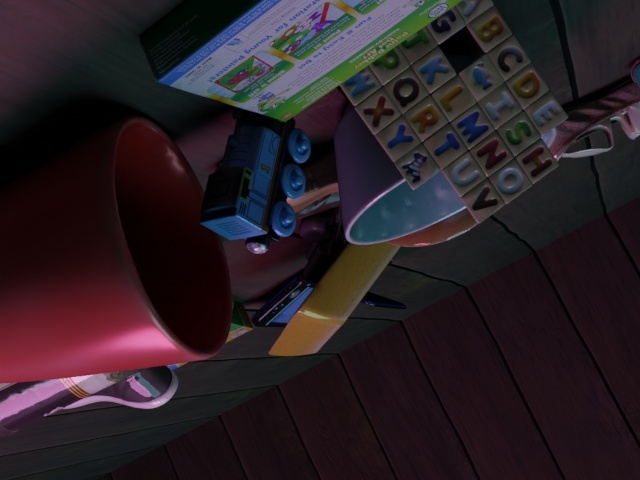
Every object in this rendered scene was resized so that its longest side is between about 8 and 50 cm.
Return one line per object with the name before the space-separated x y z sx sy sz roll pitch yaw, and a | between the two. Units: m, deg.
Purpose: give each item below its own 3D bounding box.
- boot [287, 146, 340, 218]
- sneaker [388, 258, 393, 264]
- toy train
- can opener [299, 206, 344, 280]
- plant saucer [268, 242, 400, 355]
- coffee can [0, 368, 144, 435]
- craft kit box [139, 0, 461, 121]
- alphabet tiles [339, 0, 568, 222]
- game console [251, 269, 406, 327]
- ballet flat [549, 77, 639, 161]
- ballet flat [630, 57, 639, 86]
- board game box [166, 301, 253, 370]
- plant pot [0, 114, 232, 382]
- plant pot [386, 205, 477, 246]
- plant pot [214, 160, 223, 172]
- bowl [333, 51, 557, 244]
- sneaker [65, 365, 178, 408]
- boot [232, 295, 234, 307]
boot | -0.023 -0.075 1.360 0.248 0.090 0.207 -15 175 -40
sneaker | 0.118 0.023 1.896 0.188 0.078 0.067 -26 175 4
toy train | -0.073 -0.079 1.037 0.080 0.184 0.105 -7 152 39
can opener | 0.000 0.000 1.675 0.093 0.074 0.280 11 158 -4
plant saucer | 0.051 0.074 1.656 0.333 0.081 0.332 -52 177 -23
coffee can | -0.336 0.112 1.192 0.275 0.201 0.201 -25 166 -2
craft kit box | -0.008 -0.220 0.873 0.250 0.061 0.247 -31 162 21
alphabet tiles | 0.164 -0.148 1.019 0.198 0.237 0.009 -36 -171 -1
game console | 0.025 0.168 2.047 0.250 0.173 0.293 -43 162 11
ballet flat | 0.548 -0.228 1.685 0.316 0.106 0.107 -25 166 -3
ballet flat | 0.649 -0.342 1.547 0.221 0.077 0.079 -32 -176 42
board game box | -0.324 0.221 1.880 0.317 0.064 0.242 -27 166 7
plant pot | -0.261 0.029 0.957 0.243 0.275 0.275 -18 168 12
plant pot | 0.176 -0.086 1.415 0.236 0.236 0.032 -27 128 4
plant pot | -0.102 -0.077 1.194 0.083 0.083 0.079 -31 152 19
bowl | 0.141 -0.137 1.197 0.312 0.163 0.311 -24 166 -6
sneaker | -0.374 0.183 1.379 0.296 0.104 0.147 -3 133 26
boot | -0.257 0.128 1.395 0.213 0.077 0.165 -31 164 10
